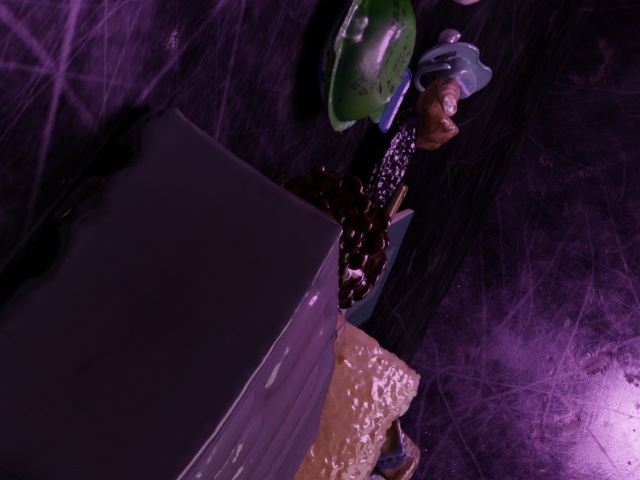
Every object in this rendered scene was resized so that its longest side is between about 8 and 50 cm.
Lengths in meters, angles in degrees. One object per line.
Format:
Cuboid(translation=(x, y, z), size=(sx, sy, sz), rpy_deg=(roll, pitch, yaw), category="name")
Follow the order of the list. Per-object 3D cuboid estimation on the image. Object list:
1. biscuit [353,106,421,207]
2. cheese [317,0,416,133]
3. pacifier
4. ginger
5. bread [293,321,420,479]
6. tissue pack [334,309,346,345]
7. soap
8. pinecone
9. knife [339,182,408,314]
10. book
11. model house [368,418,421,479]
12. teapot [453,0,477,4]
Cuboid(translation=(0.106, -0.130, 1.604), size=(0.194, 0.053, 0.194), rpy_deg=(-56, 164, -25), category="biscuit")
Cuboid(translation=(0.067, -0.220, 1.247), size=(0.204, 0.083, 0.320), rpy_deg=(-65, 164, -4), category="cheese")
Cuboid(translation=(0.214, -0.299, 1.647), size=(0.150, 0.127, 0.116), rpy_deg=(29, 46, -50), category="pacifier")
Cuboid(translation=(0.196, -0.203, 1.660), size=(0.288, 0.089, 0.075), rpy_deg=(109, -2, -77), category="ginger")
Cuboid(translation=(-0.027, 0.304, 1.553), size=(0.375, 0.236, 0.165), rpy_deg=(-57, -171, -20), category="bread")
Cuboid(translation=(-0.090, 0.167, 1.294), size=(0.215, 0.123, 0.257), rpy_deg=(-61, 160, 9), category="tissue pack")
Cuboid(translation=(-0.139, 0.151, 0.920), size=(0.350, 0.213, 0.435), rpy_deg=(-58, 166, -25), category="soap")
Cuboid(translation=(0.000, 0.002, 1.220), size=(0.195, 0.179, 0.150), rpy_deg=(81, 11, -44), category="pinecone")
Cuboid(translation=(0.083, 0.030, 1.762), size=(0.298, 0.017, 0.047), rpy_deg=(-64, 163, 4), category="knife")
Cuboid(translation=(0.079, 0.079, 1.922), size=(0.264, 0.031, 0.379), rpy_deg=(-67, 166, 16), category="book")
Cuboid(translation=(0.028, 0.387, 1.777), size=(0.261, 0.266, 0.321), rpy_deg=(-55, 167, -21), category="model house")
Cuboid(translation=(0.220, -0.411, 1.407), size=(0.245, 0.116, 0.159), rpy_deg=(-56, 176, -38), category="teapot")
